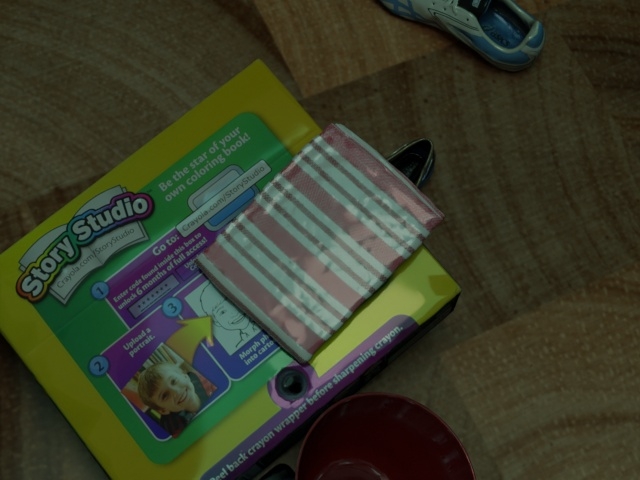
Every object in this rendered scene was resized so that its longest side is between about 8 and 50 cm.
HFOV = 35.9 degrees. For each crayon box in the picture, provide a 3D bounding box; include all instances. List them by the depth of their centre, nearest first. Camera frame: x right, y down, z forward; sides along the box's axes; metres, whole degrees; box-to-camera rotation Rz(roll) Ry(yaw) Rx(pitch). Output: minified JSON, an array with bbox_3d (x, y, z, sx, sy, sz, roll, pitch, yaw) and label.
[{"bbox_3d":[-0.102,0.054,0.970,0.363,0.106,0.313,-38,76,-9],"label":"crayon box"}]

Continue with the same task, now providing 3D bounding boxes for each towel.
[{"bbox_3d":[0.000,0.000,0.916,0.144,0.029,0.197,43,80,12],"label":"towel"}]

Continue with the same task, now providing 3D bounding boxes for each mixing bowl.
[{"bbox_3d":[0.048,0.245,0.931,0.181,0.098,0.181,9,62,-16],"label":"mixing bowl"}]

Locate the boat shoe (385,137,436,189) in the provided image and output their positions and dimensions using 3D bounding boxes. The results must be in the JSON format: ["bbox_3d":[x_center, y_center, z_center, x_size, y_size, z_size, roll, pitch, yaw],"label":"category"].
[{"bbox_3d":[0.061,-0.046,1.073,0.066,0.066,0.183,34,69,7],"label":"boat shoe"}]

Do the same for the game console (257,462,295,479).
[{"bbox_3d":[-0.037,0.285,0.933,0.071,0.107,0.122,-44,77,9],"label":"game console"}]

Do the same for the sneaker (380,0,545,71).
[{"bbox_3d":[0.160,-0.285,1.170,0.237,0.086,0.085,30,70,7],"label":"sneaker"}]
